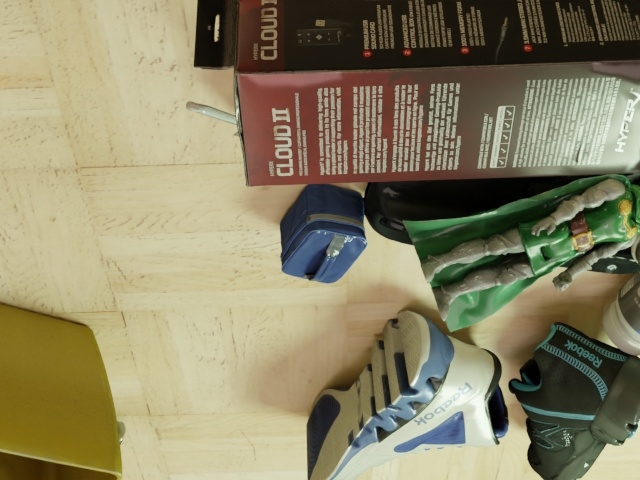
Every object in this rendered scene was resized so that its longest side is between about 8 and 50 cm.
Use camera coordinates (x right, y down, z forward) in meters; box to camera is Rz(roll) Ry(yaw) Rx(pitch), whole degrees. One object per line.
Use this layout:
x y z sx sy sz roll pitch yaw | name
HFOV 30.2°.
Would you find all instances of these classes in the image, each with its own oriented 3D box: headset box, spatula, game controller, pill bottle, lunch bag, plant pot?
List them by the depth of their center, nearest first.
0.061 -0.153 0.801 0.293 0.218 0.110 -2 142 -1 | headset box
-0.007 -0.076 0.938 0.168 0.019 0.242 16 -175 15 | spatula
0.206 -0.045 1.110 0.319 0.067 0.166 8 129 -14 | game controller
0.000 0.000 1.145 0.067 0.065 0.098 13 142 -19 | lunch bag
0.358 0.060 1.235 0.078 0.078 0.137 11 142 -17 | pill bottle
-0.346 0.189 1.290 0.212 0.187 0.212 17 140 -26 | plant pot

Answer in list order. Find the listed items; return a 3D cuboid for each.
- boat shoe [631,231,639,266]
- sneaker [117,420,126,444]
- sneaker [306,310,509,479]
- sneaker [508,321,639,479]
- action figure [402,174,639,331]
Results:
0.458 -0.012 1.078 0.335 0.095 0.112 -14 137 -2 | boat shoe
-0.325 0.223 1.454 0.192 0.064 0.086 28 127 -36 | sneaker
0.115 0.212 1.396 0.182 0.127 0.315 16 139 -21 | sneaker
0.294 0.190 1.409 0.139 0.125 0.341 33 155 11 | sneaker
0.206 0.000 1.068 0.232 0.063 0.137 -22 127 7 | action figure
